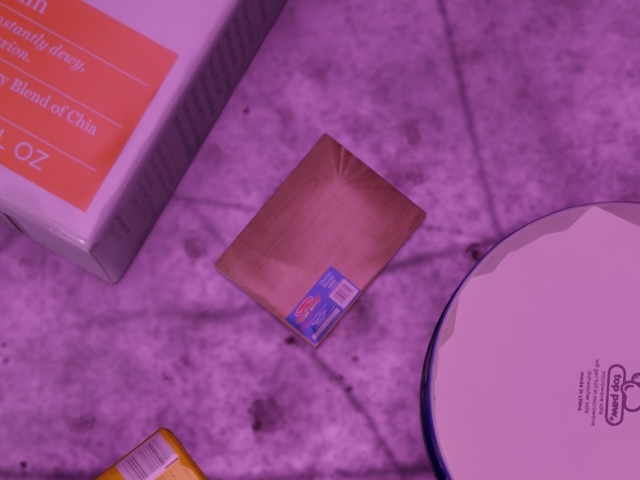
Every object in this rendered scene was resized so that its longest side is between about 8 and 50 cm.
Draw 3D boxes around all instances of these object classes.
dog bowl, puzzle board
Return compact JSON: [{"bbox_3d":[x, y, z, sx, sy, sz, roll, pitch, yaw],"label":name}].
[{"bbox_3d":[0.201,0.109,1.335,0.265,0.104,0.265,0,80,1],"label":"dog bowl"},{"bbox_3d":[0.000,0.000,1.406,0.096,0.011,0.128,39,84,6],"label":"puzzle board"}]

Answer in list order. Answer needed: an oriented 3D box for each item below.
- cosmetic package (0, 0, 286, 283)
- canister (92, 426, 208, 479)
[{"bbox_3d":[-0.133,-0.225,1.373,0.230,0.161,0.453,29,81,6],"label":"cosmetic package"},{"bbox_3d":[-0.138,0.225,1.338,0.170,0.073,0.126,-37,81,-7],"label":"canister"}]
